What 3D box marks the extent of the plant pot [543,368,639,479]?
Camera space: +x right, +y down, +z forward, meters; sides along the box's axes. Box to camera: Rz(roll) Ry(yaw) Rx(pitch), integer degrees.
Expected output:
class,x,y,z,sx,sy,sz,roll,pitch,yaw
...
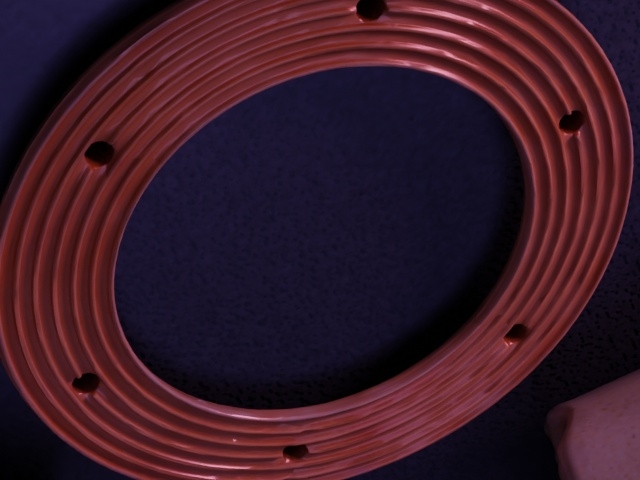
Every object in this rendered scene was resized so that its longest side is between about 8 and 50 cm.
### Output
class,x,y,z,sx,sy,sz,roll,pitch,yaw
plant pot,0.303,0.156,0.872,0.305,0.334,0.334,-18,132,6

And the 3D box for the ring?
class,x,y,z,sx,sy,sz,roll,pitch,yaw
ring,0.000,0.000,0.784,0.337,0.032,0.336,-12,131,-14
